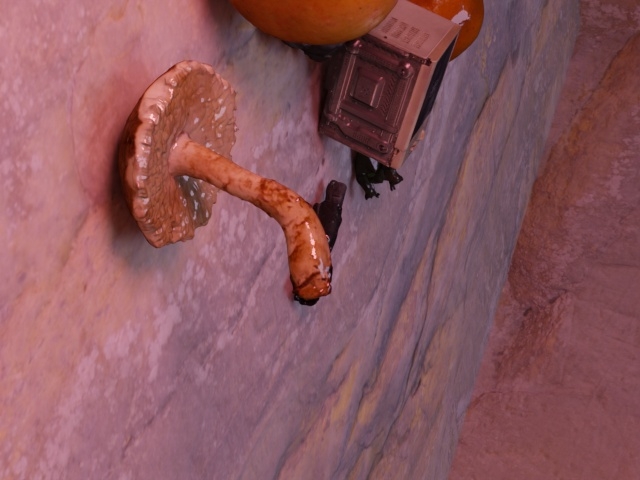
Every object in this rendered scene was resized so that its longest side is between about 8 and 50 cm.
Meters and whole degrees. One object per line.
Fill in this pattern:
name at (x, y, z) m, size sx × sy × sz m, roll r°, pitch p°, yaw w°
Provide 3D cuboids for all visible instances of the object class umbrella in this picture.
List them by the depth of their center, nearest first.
umbrella at (0.000, 0.000, 2.039) m, size 0.066 × 0.059 × 0.236 m, roll 105°, pitch 0°, yaw -65°

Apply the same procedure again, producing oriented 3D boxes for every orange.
orange at (0.190, -0.433, 2.168) m, size 0.183 × 0.249 × 0.249 m, roll 85°, pitch 18°, yaw -73°

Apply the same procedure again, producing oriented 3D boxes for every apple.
apple at (-0.006, -0.413, 1.557) m, size 0.275 × 0.299 × 0.299 m, roll 60°, pitch 42°, yaw -66°

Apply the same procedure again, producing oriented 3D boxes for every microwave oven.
microwave oven at (0.106, -0.275, 1.978) m, size 0.145 × 0.194 × 0.240 m, roll -57°, pitch 168°, yaw -44°

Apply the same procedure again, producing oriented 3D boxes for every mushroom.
mushroom at (-0.105, -0.073, 1.438) m, size 0.233 × 0.301 × 0.208 m, roll -64°, pitch -171°, yaw -12°

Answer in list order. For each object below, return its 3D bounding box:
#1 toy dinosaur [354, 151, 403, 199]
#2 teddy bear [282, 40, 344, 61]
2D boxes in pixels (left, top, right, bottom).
toy dinosaur at (0.087, -0.172, 2.268) m, size 0.179 × 0.087 × 0.187 m, roll 63°, pitch 0°, yaw 9°
teddy bear at (0.003, -0.374, 1.775) m, size 0.144 × 0.251 × 0.171 m, roll 54°, pitch 36°, yaw 4°
